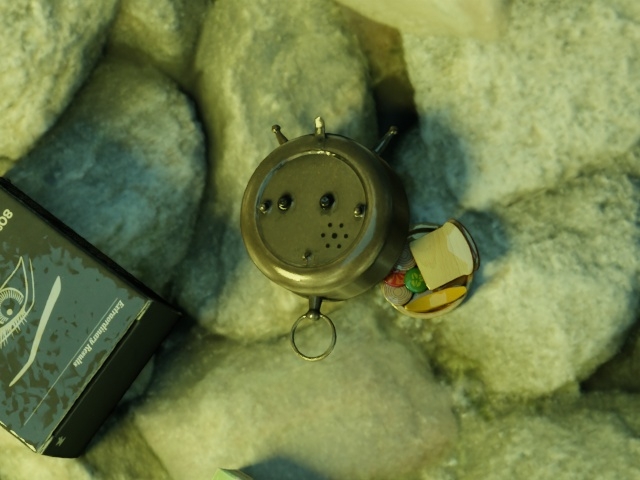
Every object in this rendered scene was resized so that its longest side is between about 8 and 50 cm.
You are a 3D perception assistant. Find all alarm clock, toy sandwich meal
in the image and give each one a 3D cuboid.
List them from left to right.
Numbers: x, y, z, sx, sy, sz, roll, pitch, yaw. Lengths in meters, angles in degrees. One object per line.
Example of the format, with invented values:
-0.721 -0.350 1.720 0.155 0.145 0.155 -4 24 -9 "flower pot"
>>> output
0.000 0.000 1.532 0.129 0.064 0.192 1 82 20 "alarm clock"
0.085 0.022 1.539 0.085 0.029 0.086 -1 82 10 "toy sandwich meal"

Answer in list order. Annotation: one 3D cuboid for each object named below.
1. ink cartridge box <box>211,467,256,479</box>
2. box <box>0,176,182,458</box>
-0.015 0.306 1.506 0.235 0.056 0.171 28 87 15 "ink cartridge box"
-0.242 0.055 1.552 0.207 0.108 0.153 37 89 12 "box"
